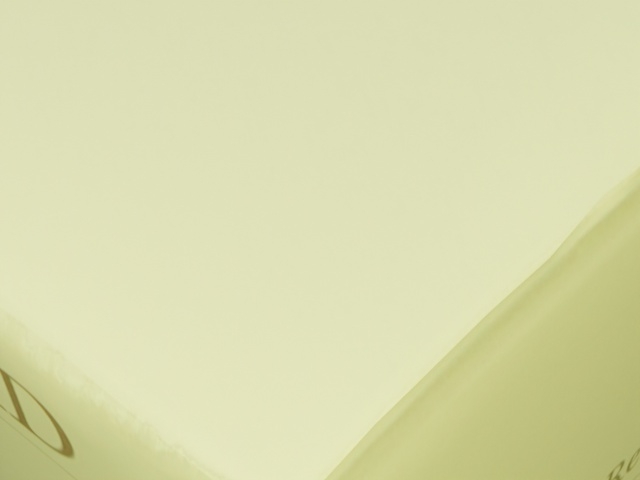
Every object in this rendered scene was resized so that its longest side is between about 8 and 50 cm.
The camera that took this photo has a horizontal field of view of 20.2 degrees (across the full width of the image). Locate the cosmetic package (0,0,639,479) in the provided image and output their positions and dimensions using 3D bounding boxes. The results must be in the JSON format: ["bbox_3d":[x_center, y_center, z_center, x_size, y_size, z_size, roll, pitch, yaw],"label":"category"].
[{"bbox_3d":[0.000,0.000,0.661,0.329,0.394,0.327,35,63,28],"label":"cosmetic package"}]
